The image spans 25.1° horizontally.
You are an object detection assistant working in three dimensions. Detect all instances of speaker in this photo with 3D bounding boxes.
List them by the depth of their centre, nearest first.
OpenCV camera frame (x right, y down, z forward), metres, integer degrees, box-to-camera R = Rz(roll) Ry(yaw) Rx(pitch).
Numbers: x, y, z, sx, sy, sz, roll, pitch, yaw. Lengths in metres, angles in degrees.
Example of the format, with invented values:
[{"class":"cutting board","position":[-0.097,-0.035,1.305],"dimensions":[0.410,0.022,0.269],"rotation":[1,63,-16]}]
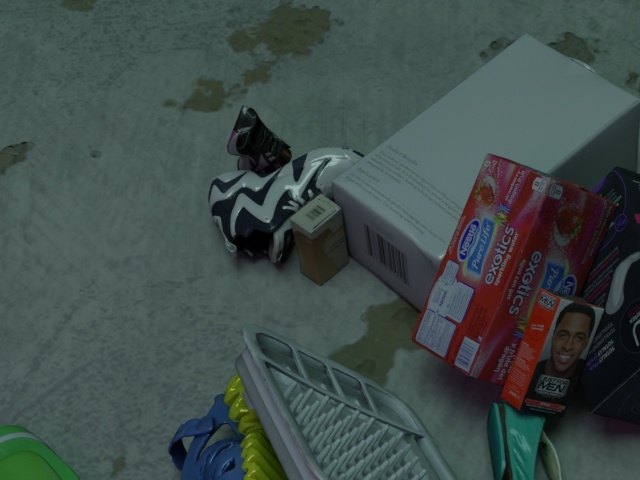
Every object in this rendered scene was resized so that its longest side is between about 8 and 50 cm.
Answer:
[{"class":"speaker","position":[-0.312,0.348,1.672],"dimensions":[0.131,0.131,0.296],"rotation":[-34,52,-18]}]

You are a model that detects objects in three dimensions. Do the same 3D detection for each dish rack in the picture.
[{"class":"dish rack","position":[0.037,0.244,1.607],"dimensions":[0.072,0.286,0.333],"rotation":[-53,33,12]}]

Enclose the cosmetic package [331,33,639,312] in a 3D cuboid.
[{"class":"cosmetic package","position":[0.228,-0.088,1.936],"dimensions":[0.385,0.156,0.217],"rotation":[-35,53,-21]}]

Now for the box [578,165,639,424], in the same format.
[{"class":"box","position":[0.396,0.071,1.732],"dimensions":[0.143,0.165,0.270],"rotation":[16,44,-25]}]

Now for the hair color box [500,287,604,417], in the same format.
[{"class":"hair color box","position":[0.273,0.133,1.691],"dimensions":[0.072,0.141,0.043],"rotation":[13,10,-31]}]

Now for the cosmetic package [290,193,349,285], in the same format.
[{"class":"cosmetic package","position":[0.000,0.000,1.922],"dimensions":[0.060,0.115,0.041],"rotation":[-40,56,-22]}]

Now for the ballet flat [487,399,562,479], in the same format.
[{"class":"ballet flat","position":[0.238,0.294,1.656],"dimensions":[0.087,0.083,0.247],"rotation":[7,52,-2]}]

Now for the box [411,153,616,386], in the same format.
[{"class":"box","position":[0.232,0.040,1.740],"dimensions":[0.128,0.123,0.256],"rotation":[29,99,53]}]

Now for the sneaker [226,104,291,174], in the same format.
[{"class":"sneaker","position":[-0.078,-0.134,2.019],"dimensions":[0.077,0.178,0.072],"rotation":[16,79,11]}]

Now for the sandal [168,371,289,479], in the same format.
[{"class":"sandal","position":[-0.101,0.272,1.665],"dimensions":[0.138,0.126,0.317],"rotation":[-32,17,2]}]

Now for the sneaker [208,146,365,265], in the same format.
[{"class":"sneaker","position":[-0.033,-0.035,1.977],"dimensions":[0.235,0.094,0.153],"rotation":[-8,54,-4]}]
